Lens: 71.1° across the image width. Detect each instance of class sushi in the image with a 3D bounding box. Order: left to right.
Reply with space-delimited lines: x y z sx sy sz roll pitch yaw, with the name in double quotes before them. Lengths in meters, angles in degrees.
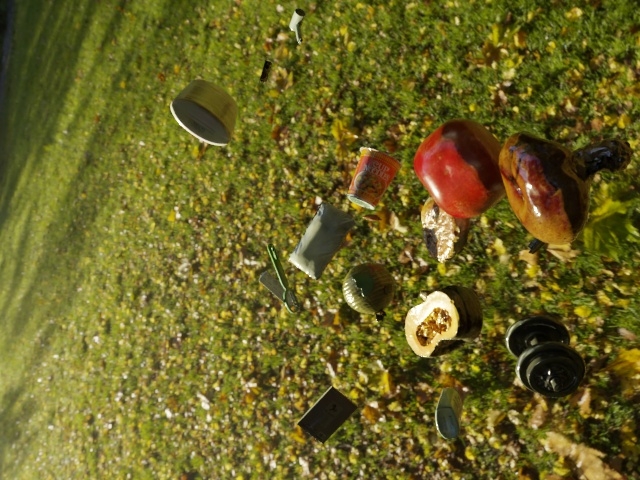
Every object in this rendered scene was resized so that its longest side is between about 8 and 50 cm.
"sushi" -0.196 -0.601 1.603 0.126 0.026 0.120 -118 46 -75

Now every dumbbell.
"dumbbell" 0.683 0.347 1.373 0.192 0.192 0.290 -52 8 26

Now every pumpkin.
"pumpkin" 0.408 0.257 1.518 0.317 0.140 0.221 115 146 -53

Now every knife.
"knife" -0.110 0.109 1.254 0.015 0.054 0.211 -12 102 39

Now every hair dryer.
"hair dryer" -0.069 -0.675 1.431 0.063 0.038 0.124 127 140 -57

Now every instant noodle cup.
"instant noodle cup" 0.206 -0.249 1.849 0.193 0.193 0.212 22 86 46

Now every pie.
"pie" 0.495 -0.054 1.817 0.315 0.093 0.314 176 90 -77

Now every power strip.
"power strip" -0.191 0.233 2.095 0.253 0.027 0.060 38 89 17

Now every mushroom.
"mushroom" 0.544 -0.120 1.047 0.267 0.255 0.266 7 -90 -89

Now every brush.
"brush" 0.715 -0.032 1.386 0.190 0.034 0.027 -54 42 30

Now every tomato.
"tomato" 0.483 -0.242 1.508 0.293 0.290 0.324 -36 82 44

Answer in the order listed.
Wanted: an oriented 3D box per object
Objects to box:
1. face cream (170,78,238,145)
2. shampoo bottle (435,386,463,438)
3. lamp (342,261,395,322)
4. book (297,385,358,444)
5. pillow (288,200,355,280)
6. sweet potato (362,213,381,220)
"face cream" -0.323 -0.382 1.296 0.081 0.174 0.348 -49 23 19
"shampoo bottle" 0.492 0.633 1.703 0.078 0.359 0.134 -16 79 18
"lamp" 0.232 0.242 2.070 0.250 0.250 0.284 -33 72 38
"book" 0.025 0.594 1.523 0.181 0.127 0.014 -48 13 1
"pillow" 0.000 0.000 1.347 0.128 0.051 0.229 38 105 23
"sweet potato" 0.248 -0.110 2.148 0.095 0.034 0.034 8 88 7
